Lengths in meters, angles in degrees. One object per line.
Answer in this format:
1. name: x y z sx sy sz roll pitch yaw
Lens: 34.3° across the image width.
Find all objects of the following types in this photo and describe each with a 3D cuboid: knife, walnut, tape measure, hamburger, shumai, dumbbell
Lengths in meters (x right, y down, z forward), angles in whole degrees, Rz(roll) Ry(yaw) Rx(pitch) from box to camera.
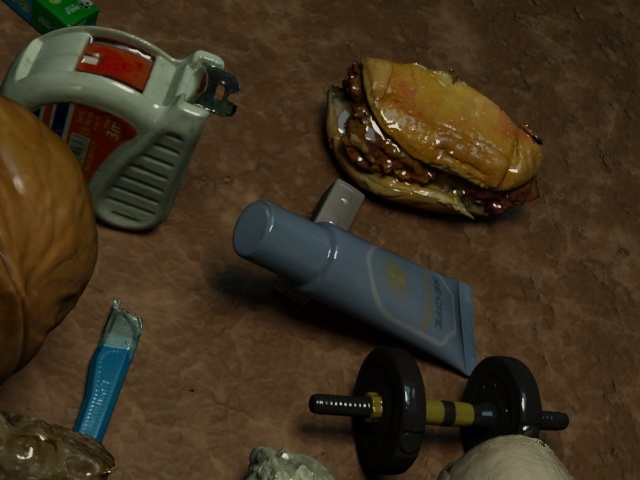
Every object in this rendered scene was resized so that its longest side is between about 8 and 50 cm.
1. knife: -0.243 0.189 1.096 0.044 0.026 0.297 19 53 -7
2. walnut: -0.402 -0.003 0.952 0.397 0.308 0.354 12 46 31
3. tape measure: -0.239 -0.137 1.187 0.246 0.243 0.125 22 50 -10
4. hamburger: 0.143 -0.133 1.420 0.245 0.155 0.282 -25 73 -32
5. shumai: -0.292 0.245 0.944 0.166 0.205 0.176 24 70 -30
6. dumbbell: 0.142 0.198 1.186 0.325 0.143 0.143 7 54 -21

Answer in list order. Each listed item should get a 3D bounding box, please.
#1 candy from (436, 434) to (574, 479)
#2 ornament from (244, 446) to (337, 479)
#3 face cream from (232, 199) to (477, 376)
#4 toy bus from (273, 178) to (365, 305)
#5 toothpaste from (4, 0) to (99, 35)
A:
1. candy: 0.185 0.337 1.022 0.185 0.296 0.296 12 51 2
2. ornament: -0.069 0.328 1.012 0.130 0.120 0.285 35 51 0
3. face cream: 0.062 0.052 1.240 0.385 0.086 0.136 26 50 -37
4. toy bus: 0.000 0.000 1.312 0.057 0.072 0.172 32 50 -6
5. toothpaste: -0.418 -0.367 1.399 0.266 0.050 0.065 41 47 6
